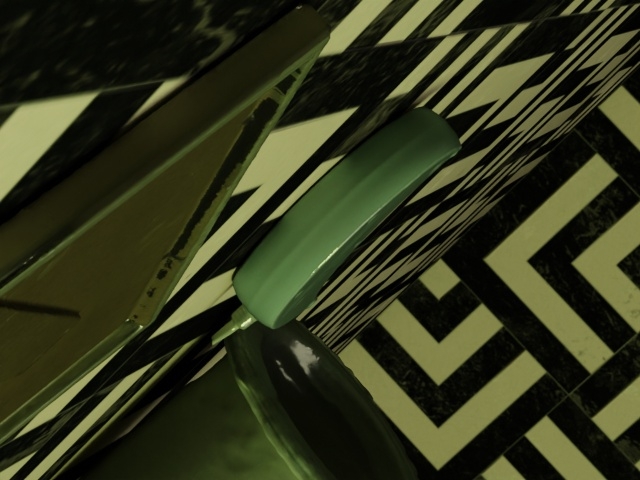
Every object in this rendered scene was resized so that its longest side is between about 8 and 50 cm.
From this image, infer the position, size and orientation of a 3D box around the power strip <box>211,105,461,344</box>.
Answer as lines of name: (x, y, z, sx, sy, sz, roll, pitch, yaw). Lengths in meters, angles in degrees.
power strip: (0.000, 0.000, 1.190, 0.216, 0.044, 0.137, -46, 173, 29)

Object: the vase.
vase: (-0.092, 0.222, 1.391, 0.291, 0.245, 0.245, -38, 176, 16)

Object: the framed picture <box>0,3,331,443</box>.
framed picture: (-0.123, 0.040, 0.749, 0.232, 0.024, 0.315, -40, 175, -30)
